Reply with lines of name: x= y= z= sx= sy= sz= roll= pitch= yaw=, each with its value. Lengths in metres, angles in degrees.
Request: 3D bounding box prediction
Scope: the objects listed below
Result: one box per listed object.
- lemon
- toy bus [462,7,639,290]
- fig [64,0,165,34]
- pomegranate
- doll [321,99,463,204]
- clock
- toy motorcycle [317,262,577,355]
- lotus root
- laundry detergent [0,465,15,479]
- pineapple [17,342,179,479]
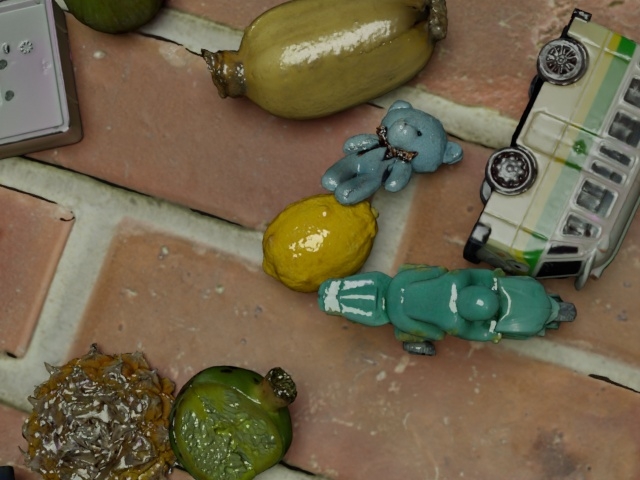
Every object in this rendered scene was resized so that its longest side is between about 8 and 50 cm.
lemon: x=0.000 y=0.000 z=1.525 sx=0.155 sy=0.114 sz=0.114 roll=-28 pitch=78 yaw=-3
toy bus: x=0.297 y=-0.091 z=1.492 sx=0.179 sy=0.143 sz=0.305 roll=25 pitch=82 yaw=8
fig: x=-0.279 y=-0.350 z=1.552 sx=0.149 sy=0.245 sz=0.149 roll=-3 pitch=75 yaw=12
pomegranate: x=-0.096 y=0.204 z=1.492 sx=0.143 sy=0.122 sz=0.169 roll=42 pitch=100 yaw=-4
doll: x=0.081 y=-0.109 z=1.523 sx=0.180 sy=0.075 sz=0.120 roll=-27 pitch=59 yaw=-34
clock: x=-0.390 y=-0.210 z=1.627 sx=0.147 sy=0.071 sz=0.192 roll=-12 pitch=79 yaw=5
toy motorcycle: x=0.146 y=0.079 z=1.453 sx=0.296 sy=0.198 sz=0.109 roll=3 pitch=85 yaw=8
lotus root: x=0.011 y=-0.231 z=1.555 sx=0.303 sy=0.131 sz=0.146 roll=-15 pitch=56 yaw=3
laundry detergent: x=-0.392 y=0.411 z=1.502 sx=0.215 sy=0.105 sz=0.280 roll=-11 pitch=81 yaw=7
pineapple: x=-0.269 y=0.228 z=1.537 sx=0.225 sy=0.076 sz=0.225 roll=-1 pitch=80 yaw=4
